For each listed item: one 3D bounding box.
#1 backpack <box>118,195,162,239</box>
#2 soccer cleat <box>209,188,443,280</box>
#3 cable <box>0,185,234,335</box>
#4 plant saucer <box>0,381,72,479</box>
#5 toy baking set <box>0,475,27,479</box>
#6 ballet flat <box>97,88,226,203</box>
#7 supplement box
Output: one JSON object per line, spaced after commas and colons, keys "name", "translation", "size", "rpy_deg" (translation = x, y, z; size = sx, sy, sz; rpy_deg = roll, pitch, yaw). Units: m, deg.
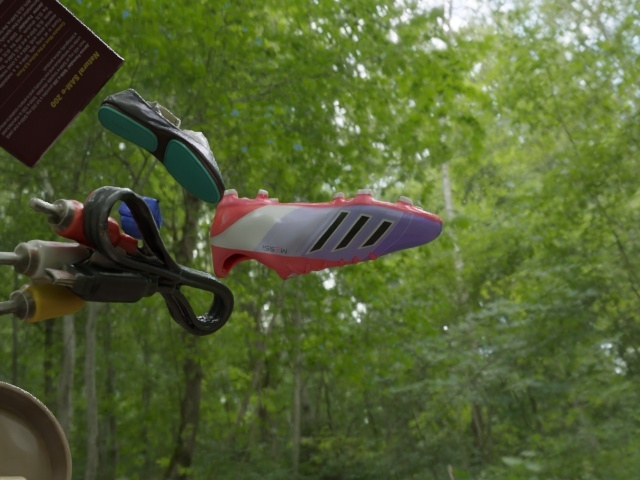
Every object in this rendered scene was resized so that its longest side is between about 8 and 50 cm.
{"name": "backpack", "translation": [-0.475, -0.051, 1.762], "size": [0.097, 0.101, 0.120], "rpy_deg": [17, -28, 8]}
{"name": "soccer cleat", "translation": [0.000, 0.000, 0.681], "size": [0.247, 0.095, 0.083], "rpy_deg": [4, -8, 21]}
{"name": "cable", "translation": [-0.174, 0.023, 0.651], "size": [0.140, 0.072, 0.287], "rpy_deg": [-65, -26, 3]}
{"name": "plant saucer", "translation": [-0.504, 0.334, 0.976], "size": [0.277, 0.278, 0.041], "rpy_deg": [20, -48, -35]}
{"name": "toy baking set", "translation": [-0.295, 0.303, 0.654], "size": [0.030, 0.196, 0.256], "rpy_deg": [-50, -29, -3]}
{"name": "ballet flat", "translation": [-0.192, -0.130, 0.876], "size": [0.203, 0.074, 0.074], "rpy_deg": [36, -55, 2]}
{"name": "supplement box", "translation": [-0.304, -0.188, 0.564], "size": [0.239, 0.073, 0.130], "rpy_deg": [42, -96, -28]}
